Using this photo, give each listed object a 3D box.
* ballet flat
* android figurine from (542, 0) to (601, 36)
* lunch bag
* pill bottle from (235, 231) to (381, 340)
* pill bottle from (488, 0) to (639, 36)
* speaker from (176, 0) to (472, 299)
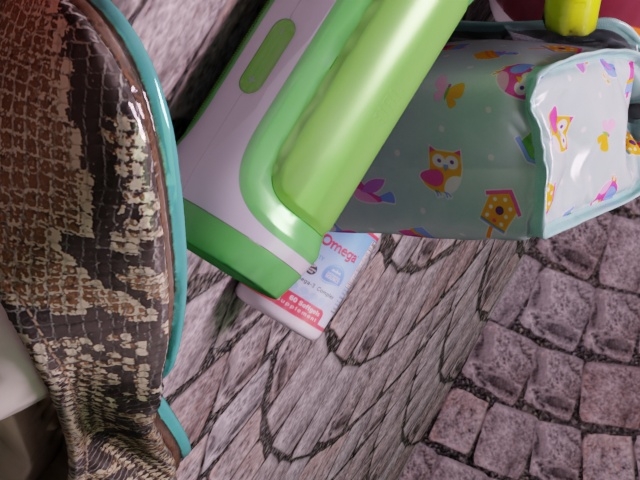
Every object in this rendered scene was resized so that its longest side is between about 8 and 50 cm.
[{"bbox_3d":[-0.162,0.064,0.837,0.182,0.164,0.482,-32,159,-19],"label":"ballet flat"},{"bbox_3d":[0.216,-0.286,1.132,0.248,0.056,0.272,-37,142,-34],"label":"android figurine"},{"bbox_3d":[0.145,-0.098,1.285,0.262,0.223,0.160,-25,113,-50],"label":"lunch bag"},{"bbox_3d":[0.000,0.000,1.379,0.160,0.087,0.087,-60,167,-2],"label":"pill bottle"},{"bbox_3d":[0.297,-0.286,1.551,0.224,0.224,0.392,-41,157,-53],"label":"pill bottle"},{"bbox_3d":[0.003,-0.113,1.069,0.296,0.131,0.131,-58,167,-5],"label":"speaker"}]
